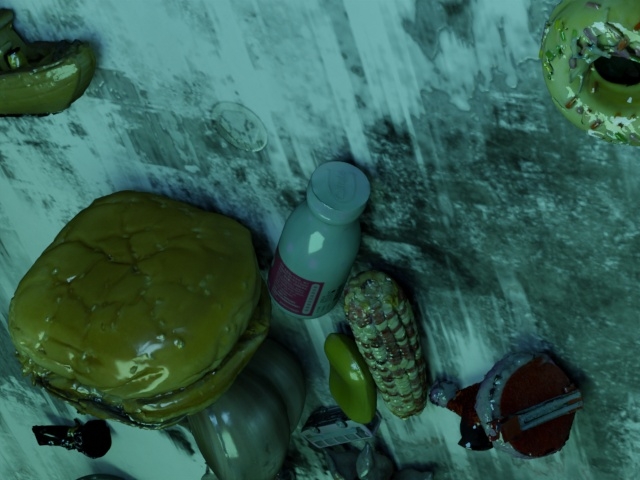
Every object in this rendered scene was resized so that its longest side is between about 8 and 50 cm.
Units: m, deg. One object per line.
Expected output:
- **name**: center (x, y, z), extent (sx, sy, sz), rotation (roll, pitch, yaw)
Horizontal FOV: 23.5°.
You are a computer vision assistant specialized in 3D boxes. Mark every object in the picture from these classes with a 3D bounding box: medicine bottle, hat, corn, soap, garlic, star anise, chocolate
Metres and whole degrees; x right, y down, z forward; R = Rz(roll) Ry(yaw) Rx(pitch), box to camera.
- **medicine bottle**: center (0.000, 0.000, 1.744), extent (0.090, 0.090, 0.216), rotation (29, 144, 6)
- **hat**: center (0.195, 0.196, 1.811), extent (0.227, 0.140, 0.129), rotation (-4, 121, 58)
- **corn**: center (0.083, 0.132, 1.848), extent (0.079, 0.079, 0.237), rotation (12, 141, 27)
- **soap**: center (0.039, 0.173, 1.942), extent (0.089, 0.045, 0.140), rotation (54, 163, 35)
- **garlic**: center (-0.134, 0.217, 2.017), extent (0.237, 0.210, 0.292), rotation (-1, 125, 30)
- **star anise**: center (0.099, 0.350, 2.111), extent (0.172, 0.063, 0.208), rotation (-2, 132, 38)
- **chocolate**: center (-0.396, 0.311, 2.470), extent (0.147, 0.070, 0.072), rotation (6, 148, 48)

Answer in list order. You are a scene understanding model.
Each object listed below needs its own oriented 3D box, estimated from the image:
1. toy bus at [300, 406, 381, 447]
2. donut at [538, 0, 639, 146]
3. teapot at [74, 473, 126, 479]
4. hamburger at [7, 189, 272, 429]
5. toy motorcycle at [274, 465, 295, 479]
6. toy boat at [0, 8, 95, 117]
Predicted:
- **toy bus**: center (0.027, 0.248, 2.067), extent (0.052, 0.037, 0.131), rotation (45, 144, -19)
- **donut**: center (0.273, -0.151, 1.368), extent (0.175, 0.068, 0.174), rotation (22, 144, 17)
- **teapot**: center (-0.359, 0.498, 2.585), extent (0.203, 0.171, 0.225), rotation (4, 154, -11)
- **hamburger**: center (-0.210, 0.081, 1.838), extent (0.319, 0.318, 0.158), rotation (13, 144, 26)
- **toy motorcycle**: center (-0.092, 0.374, 2.278), extent (0.122, 0.080, 0.215), rotation (17, 146, 21)
- **toy boat**: center (-0.394, -0.214, 1.802), extent (0.321, 0.089, 0.121), rotation (6, 125, 33)
